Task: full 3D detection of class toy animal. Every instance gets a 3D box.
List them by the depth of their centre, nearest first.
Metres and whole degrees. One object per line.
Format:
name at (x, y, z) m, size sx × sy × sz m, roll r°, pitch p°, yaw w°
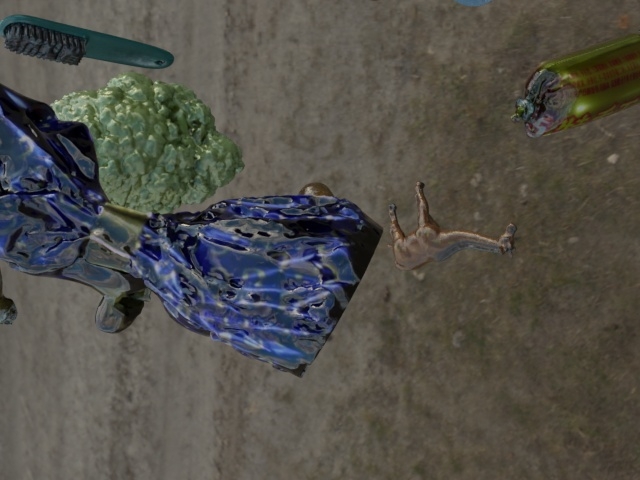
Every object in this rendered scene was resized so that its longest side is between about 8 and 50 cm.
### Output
toy animal at (0.210, -0.010, 1.312) m, size 0.224 × 0.066 × 0.229 m, roll -45°, pitch 45°, yaw 26°

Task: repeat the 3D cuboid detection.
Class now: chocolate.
chocolate at (-0.140, -0.008, 0.506) m, size 0.344 × 0.126 × 0.148 m, roll 19°, pitch 114°, yaw 0°

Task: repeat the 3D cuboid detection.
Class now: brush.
brush at (-0.244, -0.202, 0.834) m, size 0.043 × 0.193 × 0.032 m, roll -36°, pitch 59°, yaw 43°

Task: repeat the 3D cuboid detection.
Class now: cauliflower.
cauliflower at (-0.281, -0.138, 1.224) m, size 0.327 × 0.281 × 0.260 m, roll 23°, pitch 79°, yaw 2°

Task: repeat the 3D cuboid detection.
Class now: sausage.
sausage at (0.402, -0.236, 1.193) m, size 0.117 × 0.317 × 0.125 m, roll 54°, pitch 145°, yaw 19°

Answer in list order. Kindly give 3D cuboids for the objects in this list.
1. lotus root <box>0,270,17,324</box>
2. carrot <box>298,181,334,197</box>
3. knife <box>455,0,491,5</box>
lotus root at (-0.407, 0.032, 0.886) m, size 0.088 × 0.088 × 0.165 m, roll -5°, pitch 113°, yaw 44°
carrot at (0.000, 0.000, 1.118) m, size 0.060 × 0.060 × 0.186 m, roll -34°, pitch 53°, yaw 44°
knife at (0.097, -0.397, 1.048) m, size 0.313 × 0.019 × 0.044 m, roll 27°, pitch 131°, yaw -12°
